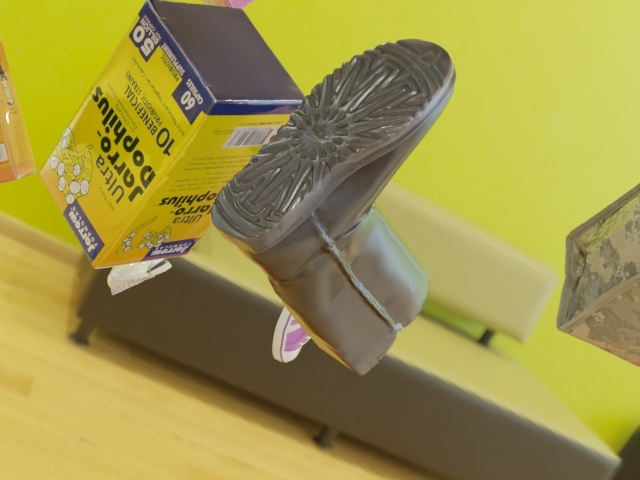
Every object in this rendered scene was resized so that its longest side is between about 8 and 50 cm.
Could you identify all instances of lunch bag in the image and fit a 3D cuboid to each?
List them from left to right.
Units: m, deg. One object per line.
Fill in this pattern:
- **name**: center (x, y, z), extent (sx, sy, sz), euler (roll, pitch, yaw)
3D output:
- **lunch bag**: center (0.439, 0.031, 1.167), extent (0.235, 0.287, 0.169), euler (26, 54, -14)

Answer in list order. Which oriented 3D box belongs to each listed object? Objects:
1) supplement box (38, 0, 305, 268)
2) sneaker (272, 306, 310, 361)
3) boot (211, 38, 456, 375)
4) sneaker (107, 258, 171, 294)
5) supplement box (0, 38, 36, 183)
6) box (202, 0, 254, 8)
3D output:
- **supplement box**: center (-0.221, -0.149, 1.547), extent (0.195, 0.356, 0.194), euler (-9, 58, -50)
- **sneaker**: center (0.009, 0.157, 2.134), extent (0.161, 0.282, 0.102), euler (29, 30, 10)
- **boot**: center (0.083, -0.027, 1.479), extent (0.146, 0.367, 0.445), euler (50, -2, 38)
- **sneaker**: center (-0.394, 0.047, 2.218), extent (0.235, 0.090, 0.094), euler (-42, 110, -77)
- **supplement box**: center (-0.545, -0.212, 1.752), extent (0.080, 0.233, 0.078), euler (-8, 11, 12)
- **box**: center (-0.128, -0.567, 2.192), extent (0.117, 0.243, 0.213), euler (58, -10, -13)
